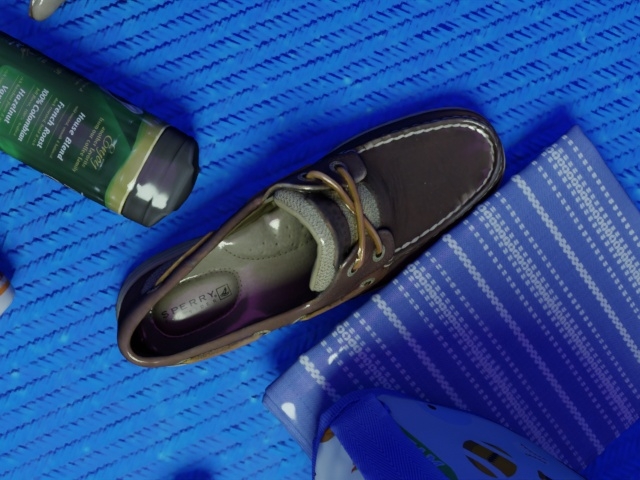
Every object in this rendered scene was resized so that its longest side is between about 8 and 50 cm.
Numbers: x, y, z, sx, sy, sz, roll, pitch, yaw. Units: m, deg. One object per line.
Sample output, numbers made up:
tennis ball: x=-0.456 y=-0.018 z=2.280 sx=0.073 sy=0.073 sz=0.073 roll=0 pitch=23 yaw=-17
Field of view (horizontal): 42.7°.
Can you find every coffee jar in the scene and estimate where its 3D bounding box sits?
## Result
coffee jar: x=-0.179 y=-0.080 z=0.612 sx=0.184 sy=0.096 sz=0.079 roll=28 pitch=92 yaw=-6

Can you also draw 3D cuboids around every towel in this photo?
towel: x=0.146 y=0.103 z=0.673 sx=0.336 sy=0.040 sz=0.243 roll=-40 pitch=105 yaw=-5

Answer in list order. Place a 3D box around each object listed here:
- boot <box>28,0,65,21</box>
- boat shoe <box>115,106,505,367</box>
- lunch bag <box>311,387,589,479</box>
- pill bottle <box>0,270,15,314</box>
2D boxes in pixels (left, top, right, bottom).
boot: x=-0.163 y=-0.210 z=0.635 sx=0.086 sy=0.042 sz=0.119 roll=23 pitch=89 yaw=-7
boat shoe: x=0.000 y=0.000 z=0.622 sx=0.341 sy=0.123 sz=0.123 roll=-25 pitch=95 yaw=-5
lunch bag: x=0.165 y=0.284 z=0.516 sx=0.239 sy=0.328 sz=0.385 roll=-43 pitch=114 yaw=-5
pill bottle: x=-0.303 y=0.008 z=0.594 sx=0.086 sy=0.086 sz=0.152 roll=-37 pitch=108 yaw=-4
